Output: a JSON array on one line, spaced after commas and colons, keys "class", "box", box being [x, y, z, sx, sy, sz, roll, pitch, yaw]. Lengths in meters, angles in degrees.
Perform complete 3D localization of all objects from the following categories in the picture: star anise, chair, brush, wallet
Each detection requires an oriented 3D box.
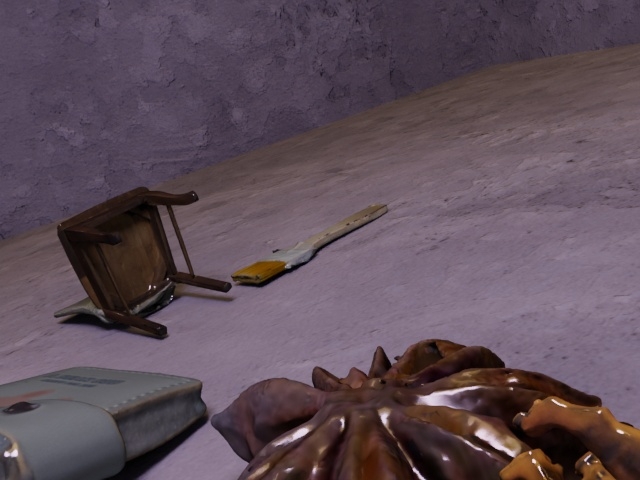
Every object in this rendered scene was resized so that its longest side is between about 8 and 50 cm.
[{"class": "star anise", "box": [0.034, 0.149, 0.524, 0.315, 0.108, 0.315, -17, 17, 5]}, {"class": "chair", "box": [-0.295, 0.029, 1.184, 0.160, 0.186, 0.319, -33, 24, -35]}, {"class": "brush", "box": [0.000, 0.000, 1.286, 0.085, 0.020, 0.336, -1, 20, 46]}, {"class": "wallet", "box": [-0.287, 0.178, 0.706, 0.252, 0.083, 0.360, -1, 5, 36]}]

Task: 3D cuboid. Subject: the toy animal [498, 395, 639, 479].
[{"class": "toy animal", "box": [0.161, 0.080, 0.313, 0.114, 0.255, 0.116, -12, 43, -35]}]
